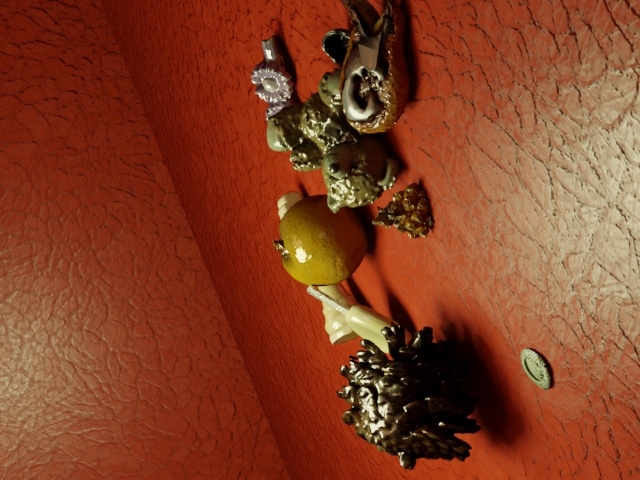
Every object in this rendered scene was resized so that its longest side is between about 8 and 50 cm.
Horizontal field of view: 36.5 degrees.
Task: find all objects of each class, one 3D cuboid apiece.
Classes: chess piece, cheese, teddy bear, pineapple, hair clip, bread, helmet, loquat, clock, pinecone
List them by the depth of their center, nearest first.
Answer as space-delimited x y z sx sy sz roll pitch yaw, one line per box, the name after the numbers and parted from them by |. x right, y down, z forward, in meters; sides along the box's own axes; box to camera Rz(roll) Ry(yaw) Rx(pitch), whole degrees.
0.374 0.223 1.692 0.083 0.010 0.074 36 144 59 | clock
0.099 -0.311 1.721 0.139 0.095 0.268 21 123 30 | bread
0.047 -0.371 1.853 0.084 0.049 0.065 43 125 -4 | helmet
0.152 -0.055 1.863 0.077 0.114 0.114 -109 9 -64 | pineapple
0.041 -0.184 1.921 0.267 0.156 0.256 -28 80 42 | teddy bear
0.180 0.308 1.950 0.298 0.242 0.295 -12 85 40 | pinecone
0.000 0.000 2.164 0.208 0.208 0.208 54 157 35 | loquat
0.081 0.169 2.165 0.252 0.054 0.127 30 159 -3 | cheese
-0.093 -0.333 2.242 0.106 0.084 0.292 -3 120 24 | hair clip
-0.002 0.058 2.389 0.397 0.117 0.117 64 161 16 | chess piece
